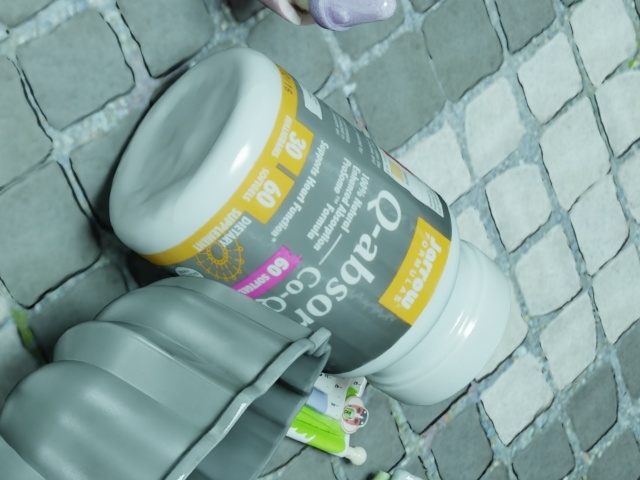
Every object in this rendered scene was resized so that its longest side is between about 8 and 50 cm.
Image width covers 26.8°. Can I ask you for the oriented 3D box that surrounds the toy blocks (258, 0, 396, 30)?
[{"bbox_3d":[0.055,-0.318,0.863,0.288,0.260,0.309,-38,136,-27],"label":"toy blocks"}]

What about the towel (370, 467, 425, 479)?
[{"bbox_3d":[0.096,0.412,1.189,0.320,0.090,0.374,26,82,-38],"label":"towel"}]

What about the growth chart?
[{"bbox_3d":[0.006,0.053,1.092,0.172,0.021,0.237,21,84,-39],"label":"growth chart"}]

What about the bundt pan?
[{"bbox_3d":[-0.136,0.156,0.847,0.331,0.124,0.331,-51,170,-13],"label":"bundt pan"}]

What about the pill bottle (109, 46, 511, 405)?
[{"bbox_3d":[0.000,0.000,0.966,0.278,0.162,0.162,35,76,-30],"label":"pill bottle"}]
